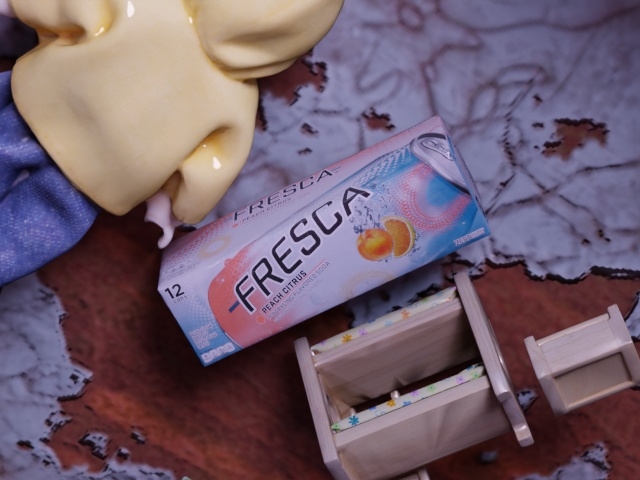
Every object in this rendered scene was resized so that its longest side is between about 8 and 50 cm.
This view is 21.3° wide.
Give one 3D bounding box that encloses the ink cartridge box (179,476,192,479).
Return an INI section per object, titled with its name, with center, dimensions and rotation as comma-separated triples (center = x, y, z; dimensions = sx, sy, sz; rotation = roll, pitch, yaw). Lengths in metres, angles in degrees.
[ink cartridge box]
center = -0.047, 0.256, 1.072
dimensions = 0.209, 0.062, 0.109
rotation = 41, 105, -18

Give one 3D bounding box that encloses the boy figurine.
[boy figurine]
center = -0.110, -0.084, 0.905
dimensions = 0.285, 0.092, 0.177
rotation = -37, 110, 12

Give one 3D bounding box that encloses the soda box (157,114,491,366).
[soda box]
center = 0.000, 0.000, 0.960
dimensions = 0.183, 0.063, 0.058
rotation = -26, 113, 9

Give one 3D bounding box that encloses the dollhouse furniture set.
[dollhouse furniture set]
center = 0.101, 0.100, 1.014
dimensions = 0.182, 0.101, 0.161
rotation = -22, 137, 7
